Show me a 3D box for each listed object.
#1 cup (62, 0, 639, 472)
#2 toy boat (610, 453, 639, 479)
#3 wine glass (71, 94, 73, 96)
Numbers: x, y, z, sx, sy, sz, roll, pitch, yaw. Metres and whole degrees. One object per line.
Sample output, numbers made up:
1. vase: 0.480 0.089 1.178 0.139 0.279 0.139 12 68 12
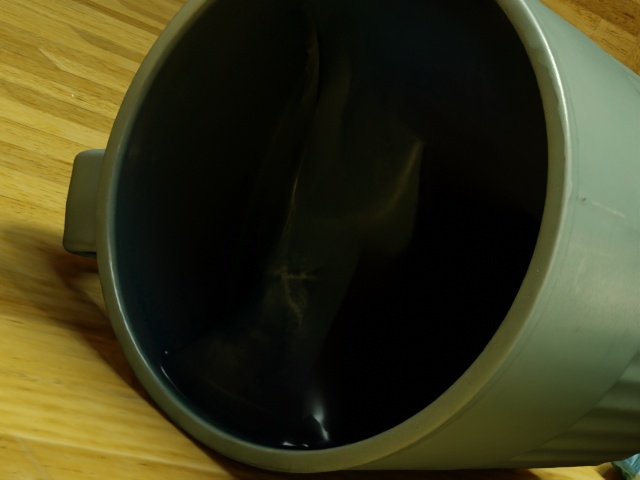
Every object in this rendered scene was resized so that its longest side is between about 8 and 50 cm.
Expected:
1. cup: 0.053 0.015 0.825 0.311 0.331 0.256 15 51 -55
2. toy boat: 0.263 0.174 1.017 0.149 0.034 0.105 27 13 -1
3. wine glass: -0.315 -0.099 0.708 0.309 0.096 0.264 29 13 10
